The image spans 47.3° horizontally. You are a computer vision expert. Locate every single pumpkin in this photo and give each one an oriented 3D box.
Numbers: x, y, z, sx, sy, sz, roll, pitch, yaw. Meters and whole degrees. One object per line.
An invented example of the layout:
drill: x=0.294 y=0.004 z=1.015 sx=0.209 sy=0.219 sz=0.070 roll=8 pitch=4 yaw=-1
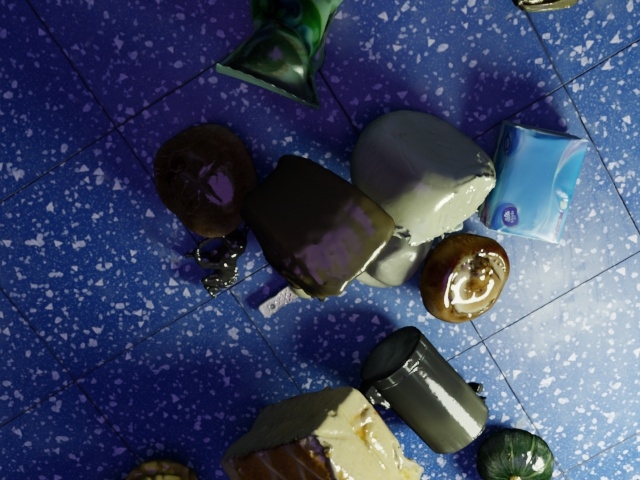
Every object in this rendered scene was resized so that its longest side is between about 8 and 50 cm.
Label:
pumpkin: x=0.542 y=0.620 z=2.034 sx=0.212 sy=0.152 sz=0.211 roll=9 pitch=125 yaw=12

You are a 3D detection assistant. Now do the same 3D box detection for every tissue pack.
tissue pack: x=0.525 y=-0.146 z=1.818 sx=0.198 sy=0.146 sz=0.263 roll=11 pitch=105 yaw=-5

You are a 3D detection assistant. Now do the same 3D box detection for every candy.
candy: x=-0.067 y=-0.523 z=1.685 sx=0.263 sy=0.172 sz=0.397 roll=16 pitch=92 yaw=-11

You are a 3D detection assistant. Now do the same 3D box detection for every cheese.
cheese: x=-0.054 y=0.116 z=1.918 sx=0.255 sy=0.050 sz=0.127 roll=-33 pitch=105 yaw=7

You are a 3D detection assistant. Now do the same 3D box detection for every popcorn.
popcorn: x=-0.454 y=0.722 z=1.993 sx=0.332 sy=0.225 sz=0.264 roll=12 pitch=110 yaw=6

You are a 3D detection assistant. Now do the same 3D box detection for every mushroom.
mushroom: x=-0.283 y=-0.147 z=1.783 sx=0.278 sy=0.146 sz=0.278 roll=1 pitch=97 yaw=11
mushroom: x=0.364 y=0.097 z=1.862 sx=0.253 sy=0.153 sz=0.253 roll=-13 pitch=122 yaw=-22

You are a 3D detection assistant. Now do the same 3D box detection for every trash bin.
trash bin: x=0.276 y=0.401 z=1.935 sx=0.301 sy=0.203 sz=0.252 roll=47 pitch=73 yaw=-14

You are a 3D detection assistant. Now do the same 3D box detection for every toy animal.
toy animal: x=-0.253 y=0.028 z=1.881 sx=0.148 sy=0.084 sz=0.232 roll=27 pitch=102 yaw=-22

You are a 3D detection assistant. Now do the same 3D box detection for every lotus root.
lotus root: x=0.517 y=-0.605 z=1.729 sx=0.144 sy=0.070 sz=0.143 roll=-21 pitch=112 yaw=-1

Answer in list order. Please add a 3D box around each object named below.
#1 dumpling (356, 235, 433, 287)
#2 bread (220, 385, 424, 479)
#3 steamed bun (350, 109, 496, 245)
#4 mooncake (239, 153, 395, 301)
dumpling: x=0.182 y=0.029 z=1.865 sx=0.162 sy=0.132 sz=0.250 roll=33 pitch=117 yaw=-19
bread: x=0.010 y=0.592 z=1.883 sx=0.371 sy=0.279 sz=0.390 roll=-28 pitch=107 yaw=35
steamed bun: x=0.222 y=-0.148 z=1.736 sx=0.334 sy=0.312 sz=0.233 roll=-10 pitch=139 yaw=-40
mooncake: x=0.000 y=0.000 z=1.679 sx=0.246 sy=0.393 sz=0.394 roll=-46 pitch=140 yaw=-6
